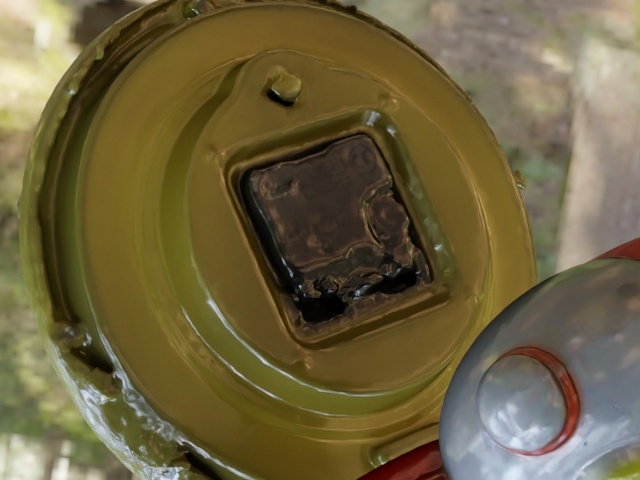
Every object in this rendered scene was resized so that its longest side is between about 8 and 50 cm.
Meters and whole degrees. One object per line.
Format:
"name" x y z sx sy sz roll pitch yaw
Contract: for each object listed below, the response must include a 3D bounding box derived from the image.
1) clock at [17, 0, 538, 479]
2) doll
"clock" 0.000 0.000 0.746 0.237 0.237 0.057 3 162 -29
"doll" 0.056 0.075 0.610 0.076 0.245 0.142 56 -153 17
